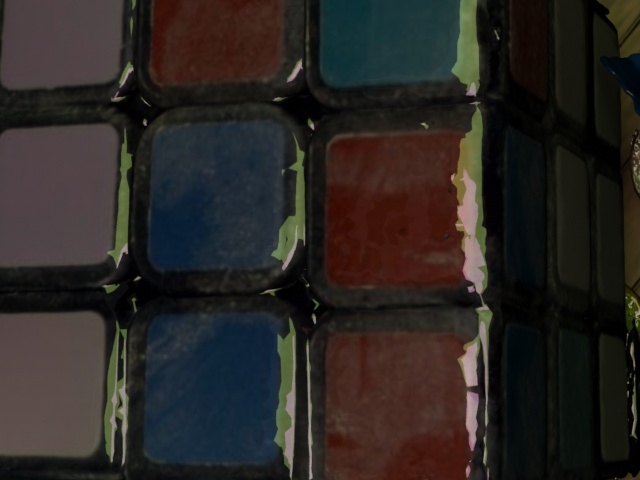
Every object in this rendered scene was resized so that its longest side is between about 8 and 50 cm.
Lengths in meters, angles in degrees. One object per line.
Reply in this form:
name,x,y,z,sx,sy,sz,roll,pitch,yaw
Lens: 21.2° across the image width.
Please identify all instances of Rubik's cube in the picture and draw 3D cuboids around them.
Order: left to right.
Rubik's cube,0.000,0.000,1.133,0.359,0.363,0.362,0,85,24

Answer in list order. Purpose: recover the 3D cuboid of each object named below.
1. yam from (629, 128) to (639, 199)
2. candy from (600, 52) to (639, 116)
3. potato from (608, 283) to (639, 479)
yam,0.267,-0.043,1.246,0.084,0.127,0.084,-3,79,13
candy,0.358,-0.073,1.178,0.331,0.077,0.187,-6,54,-30
potato,0.185,0.120,1.264,0.119,0.054,0.197,2,84,19
